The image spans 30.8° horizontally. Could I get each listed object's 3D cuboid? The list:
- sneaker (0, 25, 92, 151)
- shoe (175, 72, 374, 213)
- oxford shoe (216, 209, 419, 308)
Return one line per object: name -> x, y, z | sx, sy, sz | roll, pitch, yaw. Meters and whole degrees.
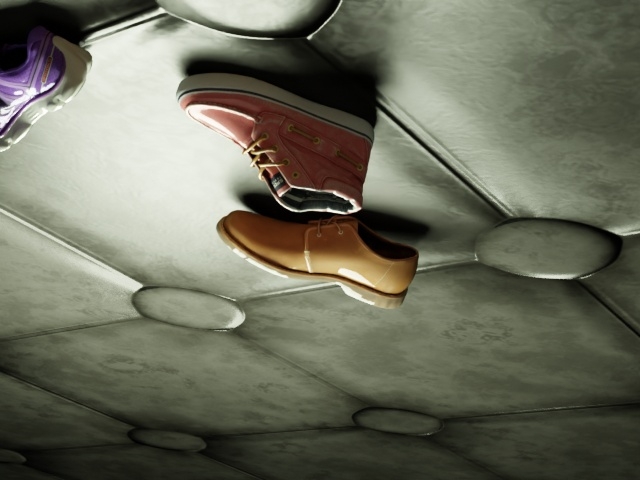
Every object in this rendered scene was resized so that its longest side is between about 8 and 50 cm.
sneaker -> -0.259, -0.132, 0.975 | 0.071, 0.068, 0.170 | 39, 134, -25
shoe -> -0.040, -0.079, 0.981 | 0.178, 0.081, 0.063 | 15, 154, -17
oxford shoe -> 0.000, 0.000, 1.186 | 0.212, 0.076, 0.076 | 16, 124, -13
